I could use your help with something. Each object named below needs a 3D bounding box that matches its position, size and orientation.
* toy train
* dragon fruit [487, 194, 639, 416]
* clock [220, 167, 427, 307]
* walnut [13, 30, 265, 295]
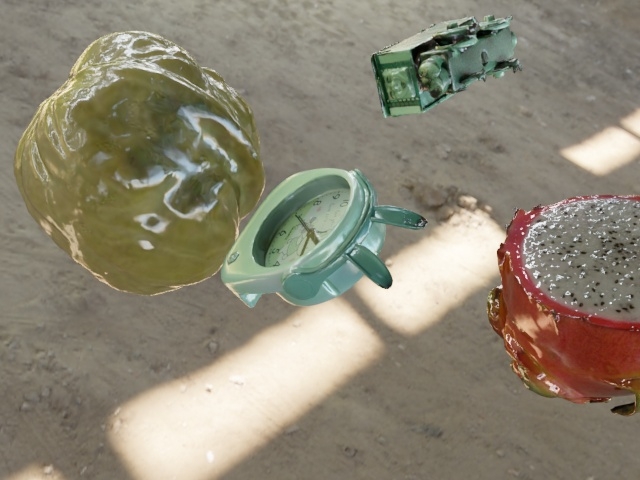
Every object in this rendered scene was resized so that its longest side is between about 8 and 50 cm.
[{"bbox_3d":[0.199,-0.278,1.133,0.154,0.115,0.269,2,26,38],"label":"toy train"},{"bbox_3d":[0.366,0.097,0.960,0.305,0.225,0.305,-4,34,3],"label":"dragon fruit"},{"bbox_3d":[0.000,0.000,0.486,0.041,0.135,0.101,48,62,-30],"label":"clock"},{"bbox_3d":[-0.204,-0.092,0.882,0.277,0.253,0.282,42,15,-37],"label":"walnut"}]
